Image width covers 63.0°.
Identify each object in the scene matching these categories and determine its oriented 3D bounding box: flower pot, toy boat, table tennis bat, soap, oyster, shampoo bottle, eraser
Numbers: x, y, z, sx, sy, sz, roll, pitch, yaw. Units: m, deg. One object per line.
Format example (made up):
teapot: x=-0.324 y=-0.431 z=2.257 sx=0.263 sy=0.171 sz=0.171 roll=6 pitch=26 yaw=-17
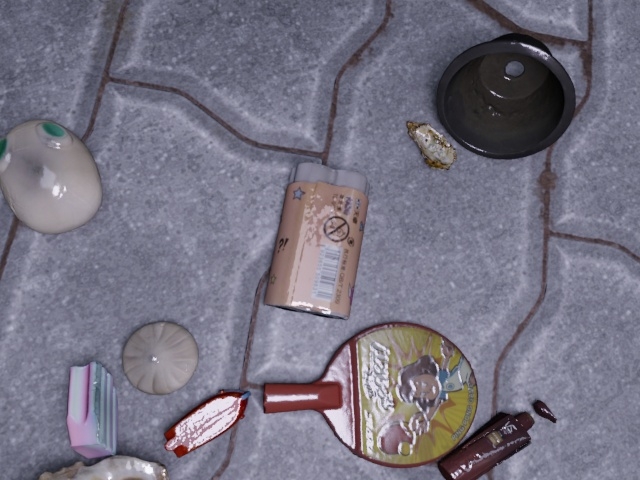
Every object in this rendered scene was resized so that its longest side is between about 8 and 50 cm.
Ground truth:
flower pot: x=0.392 y=-0.319 z=1.086 sx=0.269 sy=0.269 sz=0.166 roll=30 pitch=53 yaw=2
toy boat: x=-0.200 y=0.325 z=0.946 sx=0.173 sy=0.059 sz=0.069 roll=-32 pitch=82 yaw=-19
table tennis bat: x=0.099 y=0.290 z=0.990 sx=0.416 sy=0.051 sz=0.267 roll=0 pitch=76 yaw=-8
soap: x=-0.396 y=0.301 z=0.910 sx=0.057 sy=0.100 sz=0.149 roll=-15 pitch=53 yaw=-3
oyster: x=0.241 y=-0.209 z=1.133 sx=0.086 sy=0.029 sz=0.132 roll=-13 pitch=75 yaw=-14
shampoo bottle: x=0.333 y=0.377 z=0.977 sx=0.237 sy=0.067 sz=0.068 roll=-30 pitch=78 yaw=-14
eraser: x=0.000 y=0.000 z=1.031 sx=0.171 sy=0.087 sz=0.290 roll=11 pitch=76 yaw=-5

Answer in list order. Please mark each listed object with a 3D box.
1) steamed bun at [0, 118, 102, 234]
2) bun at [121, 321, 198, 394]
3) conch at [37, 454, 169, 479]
steamed bun: x=-0.521 y=-0.128 z=0.990 sx=0.177 sy=0.130 sz=0.227 roll=-20 pitch=81 yaw=-9
bun: x=-0.296 y=0.212 z=0.947 sx=0.139 sy=0.094 sz=0.138 roll=0 pitch=75 yaw=-2
conch: x=-0.343 y=0.484 z=0.825 sx=0.263 sy=0.186 sz=0.324 roll=-29 pitch=56 yaw=-12
